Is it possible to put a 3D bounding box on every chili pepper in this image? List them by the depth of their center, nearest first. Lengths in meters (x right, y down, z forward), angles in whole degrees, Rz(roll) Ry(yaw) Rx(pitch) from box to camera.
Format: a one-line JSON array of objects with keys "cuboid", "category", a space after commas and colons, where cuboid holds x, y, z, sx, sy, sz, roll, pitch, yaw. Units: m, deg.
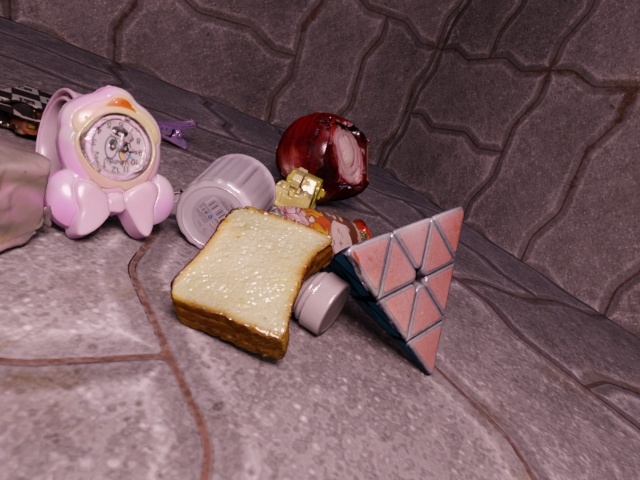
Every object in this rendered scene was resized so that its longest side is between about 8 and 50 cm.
[{"cuboid": [0.119, -0.028, 1.358, 0.063, 0.071, 0.272, -13, 11, 6], "category": "chili pepper"}]

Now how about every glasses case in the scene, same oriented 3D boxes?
[{"cuboid": [0.000, 0.000, 1.005, 0.321, 0.082, 0.122, 9, 62, -51], "category": "glasses case"}]

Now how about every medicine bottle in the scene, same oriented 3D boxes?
[{"cuboid": [-0.044, 0.074, 0.761, 0.168, 0.105, 0.105, 32, 18, 18], "category": "medicine bottle"}]

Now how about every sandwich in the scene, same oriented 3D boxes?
[{"cuboid": [-0.095, 0.050, 0.656, 0.186, 0.065, 0.214, 18, 46, 6], "category": "sandwich"}]

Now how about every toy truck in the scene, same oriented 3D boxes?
[{"cuboid": [-0.064, -0.124, 1.220, 0.124, 0.157, 0.272, 26, 18, 1], "category": "toy truck"}]

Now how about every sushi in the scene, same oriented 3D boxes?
[{"cuboid": [-0.605, -0.269, 1.052, 0.294, 0.059, 0.292, 21, 18, -14], "category": "sushi"}]

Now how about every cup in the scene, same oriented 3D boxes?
[{"cuboid": [-0.210, -0.064, 0.912, 0.166, 0.221, 0.202, 57, 14, -16], "category": "cup"}]

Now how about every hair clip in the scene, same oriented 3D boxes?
[{"cuboid": [-0.505, -0.340, 1.372, 0.137, 0.090, 0.278, 38, 26, 32], "category": "hair clip"}]

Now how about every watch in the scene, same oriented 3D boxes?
[{"cuboid": [-0.389, -0.130, 0.777, 0.218, 0.248, 0.211, 6, 2, 40], "category": "watch"}]

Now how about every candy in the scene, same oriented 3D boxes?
[{"cuboid": [-0.454, -0.064, 0.541, 0.185, 0.137, 0.195, 25, 15, -1], "category": "candy"}]

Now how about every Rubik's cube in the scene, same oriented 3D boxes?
[{"cuboid": [0.124, 0.062, 0.795, 0.228, 0.228, 0.233, 15, 36, -5], "category": "Rubik's cube"}]

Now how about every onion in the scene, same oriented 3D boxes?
[{"cuboid": [0.000, -0.284, 1.533, 0.341, 0.341, 0.341, 23, 17, -8], "category": "onion"}]

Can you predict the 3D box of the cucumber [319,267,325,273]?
[{"cuboid": [-0.025, 0.067, 0.926, 0.135, 0.033, 0.034, 7, 29, -45], "category": "cucumber"}]
